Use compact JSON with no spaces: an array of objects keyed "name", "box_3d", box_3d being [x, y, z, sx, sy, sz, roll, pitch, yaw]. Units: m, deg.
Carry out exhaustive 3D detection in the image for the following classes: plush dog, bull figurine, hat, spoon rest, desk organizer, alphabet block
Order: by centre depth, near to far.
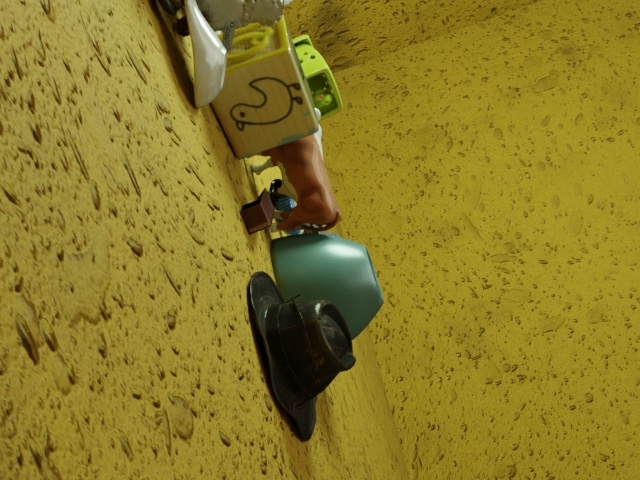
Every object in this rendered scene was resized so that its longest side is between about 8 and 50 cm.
[{"name":"spoon rest","box_3d":[-0.199,-0.366,1.276,0.137,0.084,0.276,-95,-164,-68]},{"name":"hat","box_3d":[-0.012,0.189,1.326,0.331,0.134,0.331,-19,90,-84]},{"name":"plush dog","box_3d":[-0.222,-0.500,1.394,0.225,0.211,0.262,53,3,36]},{"name":"desk organizer","box_3d":[-0.123,-0.060,1.463,0.130,0.047,0.050,-90,159,-72]},{"name":"alphabet block","box_3d":[-0.126,-0.320,1.529,0.193,0.192,0.197,-104,172,-50]},{"name":"bull figurine","box_3d":[-0.061,-0.160,1.644,0.101,0.189,0.310,51,22,-76]}]

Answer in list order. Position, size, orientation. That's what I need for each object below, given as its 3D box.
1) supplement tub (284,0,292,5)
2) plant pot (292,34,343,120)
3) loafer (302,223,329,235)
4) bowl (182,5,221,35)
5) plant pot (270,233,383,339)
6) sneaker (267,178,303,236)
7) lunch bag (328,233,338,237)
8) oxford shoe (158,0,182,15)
[{"name":"supplement tub","box_3d":[-0.204,-0.767,1.904,0.241,0.241,0.331,-99,169,-56]},{"name":"plant pot","box_3d":[-0.082,-0.517,2.407,0.227,0.228,0.207,62,4,-59]},{"name":"loafer","box_3d":[0.000,0.000,2.228,0.096,0.084,0.267,-98,169,-58]},{"name":"bowl","box_3d":[-0.253,-0.494,1.550,0.142,0.053,0.142,52,20,-69]},{"name":"plant pot","box_3d":[0.029,0.105,1.652,0.290,0.196,0.290,-18,90,-85]},{"name":"sneaker","box_3d":[-0.086,-0.083,1.796,0.084,0.058,0.152,73,-2,-60]},{"name":"lunch bag","box_3d":[0.000,0.044,1.880,0.151,0.129,0.096,7,64,-82]},{"name":"oxford shoe","box_3d":[-0.263,-0.491,1.241,0.083,0.096,0.227,36,38,-83]}]
